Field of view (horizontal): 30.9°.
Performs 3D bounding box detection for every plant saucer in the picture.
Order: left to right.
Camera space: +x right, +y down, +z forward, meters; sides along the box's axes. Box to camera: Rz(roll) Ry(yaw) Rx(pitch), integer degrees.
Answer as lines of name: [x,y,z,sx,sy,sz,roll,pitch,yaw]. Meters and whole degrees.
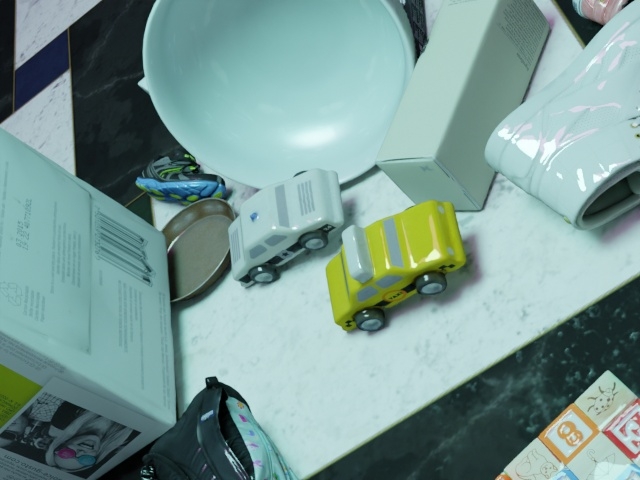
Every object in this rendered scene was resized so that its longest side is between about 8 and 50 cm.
plant saucer: [-0.174,0.018,1.588,0.168,0.029,0.168,-26,42,26]

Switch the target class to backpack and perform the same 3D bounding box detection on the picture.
backpack: [-0.098,0.256,1.244,0.152,0.115,0.182,-55,38,9]

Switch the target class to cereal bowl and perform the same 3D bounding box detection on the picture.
cereal bowl: [-0.043,-0.236,1.455,0.339,0.339,0.141,-27,27,24]

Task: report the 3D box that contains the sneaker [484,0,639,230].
sneaker: [0.333,-0.133,1.202,0.292,0.108,0.169,-43,52,0]

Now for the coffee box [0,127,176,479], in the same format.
coffee box: [-0.422,0.114,1.468,0.334,0.338,0.338,-36,39,24]

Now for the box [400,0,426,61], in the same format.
box: [0.059,-0.264,1.600,0.184,0.045,0.191,-26,43,29]

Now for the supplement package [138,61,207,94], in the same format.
supplement package: [-0.145,-0.190,1.617,0.105,0.179,0.105,-50,38,-5]

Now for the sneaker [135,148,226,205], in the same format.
sneaker: [-0.201,-0.095,1.680,0.188,0.067,0.078,12,73,51]

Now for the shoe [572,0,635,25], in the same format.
shoe: [0.378,-0.317,1.337,0.178,0.063,0.081,-47,43,4]

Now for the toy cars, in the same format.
toy cars: [0.000,0.000,1.365,0.393,0.087,0.177,19,88,50]

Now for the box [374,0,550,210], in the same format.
box: [0.172,-0.176,1.367,0.094,0.113,0.275,1,57,44]

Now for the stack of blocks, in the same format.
stack of blocks: [0.202,0.276,0.965,0.297,0.087,0.171,-45,38,3]
